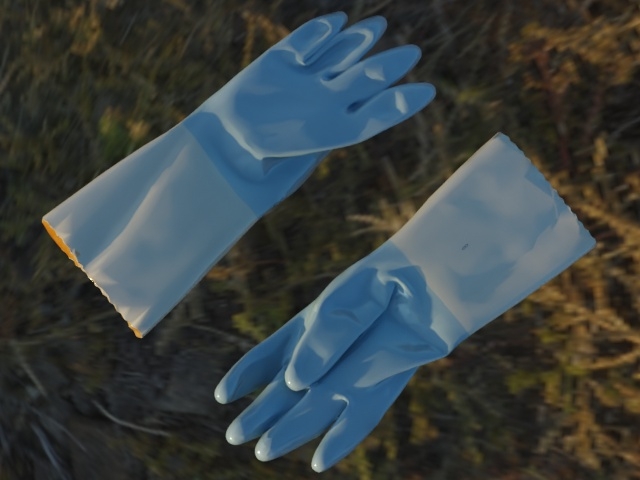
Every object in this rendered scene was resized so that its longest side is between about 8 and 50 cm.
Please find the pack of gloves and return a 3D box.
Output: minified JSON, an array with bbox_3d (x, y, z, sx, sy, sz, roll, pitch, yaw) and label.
[{"bbox_3d":[0.000,0.000,1.052,0.232,0.046,0.195,-39,87,-19],"label":"pack of gloves"}]
